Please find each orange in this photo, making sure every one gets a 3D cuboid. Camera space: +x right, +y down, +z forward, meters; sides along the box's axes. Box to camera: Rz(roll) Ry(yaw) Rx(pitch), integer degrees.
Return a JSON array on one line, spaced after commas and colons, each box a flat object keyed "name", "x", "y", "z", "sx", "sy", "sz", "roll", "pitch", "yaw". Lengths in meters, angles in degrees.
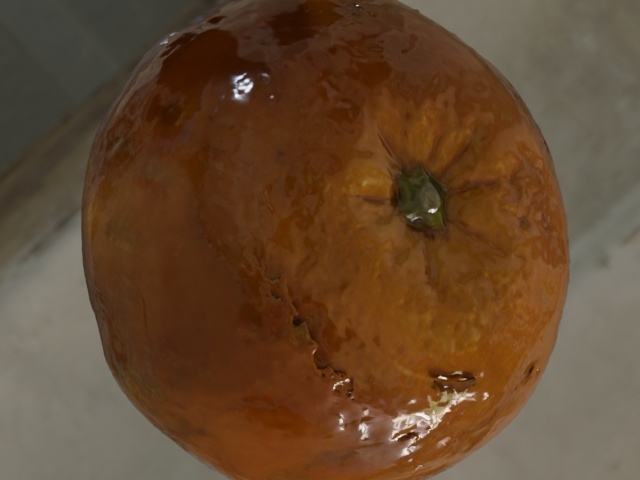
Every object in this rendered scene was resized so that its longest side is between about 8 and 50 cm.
[{"name": "orange", "x": 0.000, "y": 0.000, "z": 1.085, "sx": 0.284, "sy": 0.284, "sz": 0.226, "roll": 48, "pitch": -37, "yaw": -15}]
